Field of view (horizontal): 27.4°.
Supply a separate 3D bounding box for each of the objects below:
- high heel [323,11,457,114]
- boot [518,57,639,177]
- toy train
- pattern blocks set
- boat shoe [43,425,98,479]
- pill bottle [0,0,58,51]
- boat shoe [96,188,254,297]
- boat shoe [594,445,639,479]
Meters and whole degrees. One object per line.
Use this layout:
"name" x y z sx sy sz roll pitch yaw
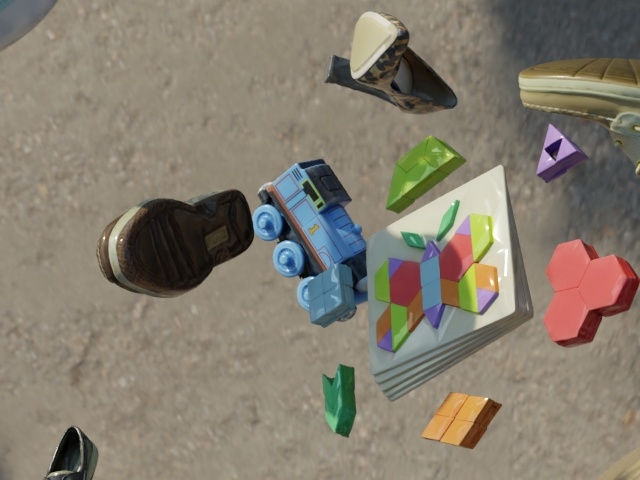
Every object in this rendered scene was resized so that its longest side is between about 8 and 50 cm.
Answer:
"high heel" 0.125 -0.222 1.675 0.186 0.261 0.093 13 83 -14
"boot" 0.240 -0.042 0.944 0.213 0.165 0.077 11 24 16
"toy train" 0.000 0.000 1.479 0.105 0.080 0.184 -39 78 31
"pattern blocks set" 0.101 0.035 1.086 0.026 0.325 0.285 21 40 -35
"boat shoe" -0.278 0.267 1.420 0.056 0.049 0.152 -14 38 11
"pill bottle" -0.312 -0.266 0.966 0.146 0.264 0.146 -19 40 17
"boat shoe" -0.156 0.007 1.272 0.095 0.257 0.095 -10 92 22
"boat shoe" 0.103 0.155 0.439 0.092 0.285 0.103 45 115 5
